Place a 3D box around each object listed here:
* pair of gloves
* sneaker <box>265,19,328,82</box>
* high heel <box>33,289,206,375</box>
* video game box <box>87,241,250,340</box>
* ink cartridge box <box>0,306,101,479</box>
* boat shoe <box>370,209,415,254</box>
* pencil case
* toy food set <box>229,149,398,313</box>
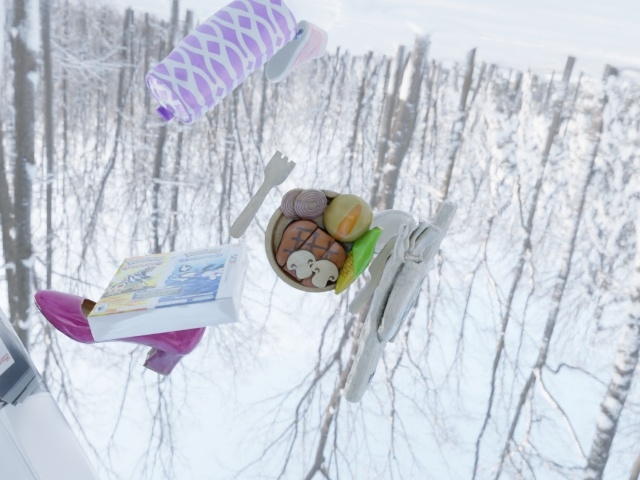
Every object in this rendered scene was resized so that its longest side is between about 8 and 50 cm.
[{"bbox_3d":[0.090,0.053,0.672,0.042,0.204,0.240,26,-159,14],"label":"pair of gloves"},{"bbox_3d":[-0.037,-0.325,1.033,0.070,0.134,0.051,-2,-121,-44],"label":"sneaker"},{"bbox_3d":[-0.459,0.169,1.372,0.377,0.181,0.127,31,-163,-25],"label":"high heel"},{"bbox_3d":[-0.216,0.070,0.880,0.205,0.048,0.187,-8,-158,1],"label":"video game box"},{"bbox_3d":[-0.401,0.178,0.497,0.285,0.395,0.166,-31,177,-12],"label":"ink cartridge box"},{"bbox_3d":[0.066,-0.009,0.917,0.206,0.075,0.065,-14,-163,-38],"label":"boat shoe"},{"bbox_3d":[-0.122,-0.234,0.733,0.206,0.086,0.088,-44,-164,-18],"label":"pencil case"},{"bbox_3d":[0.000,0.000,0.666,0.192,0.132,0.038,32,-171,-12],"label":"toy food set"}]
